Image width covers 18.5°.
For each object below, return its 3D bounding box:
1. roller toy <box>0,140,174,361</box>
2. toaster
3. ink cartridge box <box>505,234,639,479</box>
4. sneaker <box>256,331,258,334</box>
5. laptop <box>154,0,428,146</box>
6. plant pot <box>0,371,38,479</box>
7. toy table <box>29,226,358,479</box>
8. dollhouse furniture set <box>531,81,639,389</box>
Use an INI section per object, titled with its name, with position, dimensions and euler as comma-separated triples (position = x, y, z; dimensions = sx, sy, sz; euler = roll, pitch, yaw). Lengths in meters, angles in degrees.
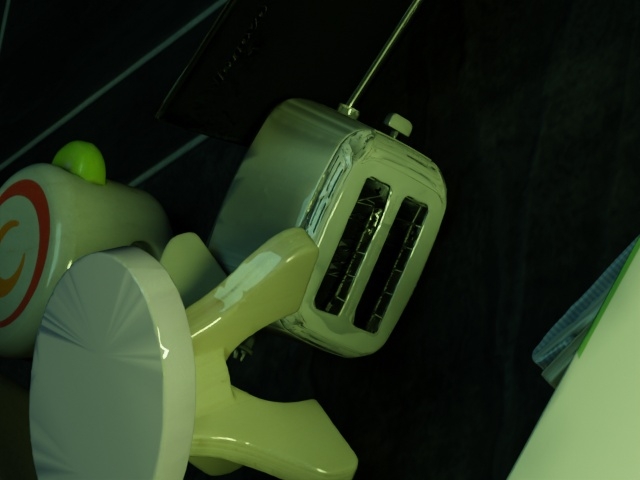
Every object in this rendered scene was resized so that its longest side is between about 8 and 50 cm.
[roller toy]
position = -0.233, 0.033, 1.869
dimensions = 0.209, 0.146, 0.191
euler = -46, 44, 34
[toaster]
position = 0.000, 0.000, 1.562
dimensions = 0.146, 0.129, 0.227
euler = 18, 82, 57
[ink cartridge box]
position = 0.249, 0.115, 0.953
dimensions = 0.201, 0.278, 0.117
euler = -62, 34, 2
[sneaker]
position = -0.039, 0.045, 1.680
dimensions = 0.109, 0.040, 0.043
euler = -44, 52, 35
[laptop]
position = -0.006, -0.285, 1.684
dimensions = 0.382, 0.236, 0.408
euler = -56, 31, 10
[plant pot]
position = -0.393, 0.213, 1.810
dimensions = 0.334, 0.305, 0.333
euler = -38, 37, 36
[toy table]
position = -0.103, 0.104, 1.464
dimensions = 0.252, 0.161, 0.274
euler = 61, 144, 22
[dollhouse furniture set]
position = 0.199, -0.014, 1.117
dimensions = 0.303, 0.286, 0.198
euler = -48, 32, 3
